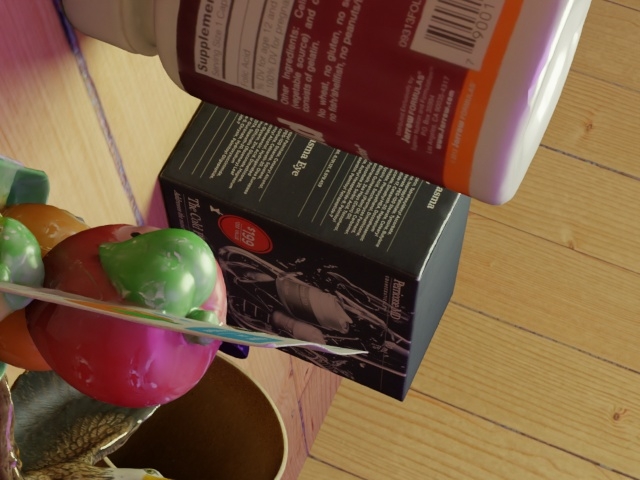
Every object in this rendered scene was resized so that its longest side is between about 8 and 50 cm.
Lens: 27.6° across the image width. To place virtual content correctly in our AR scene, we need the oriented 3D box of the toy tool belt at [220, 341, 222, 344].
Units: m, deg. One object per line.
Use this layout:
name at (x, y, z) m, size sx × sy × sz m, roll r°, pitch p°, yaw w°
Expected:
toy tool belt at (-0.163, 0.125, 1.709) m, size 0.083 × 0.052 × 0.051 m, roll -48°, pitch 125°, yaw -68°

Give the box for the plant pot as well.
plant pot at (-0.192, 0.280, 1.458) m, size 0.254 × 0.237 × 0.237 m, roll -61°, pitch 175°, yaw 35°

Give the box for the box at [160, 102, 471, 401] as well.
box at (0.000, 0.000, 1.559) m, size 0.343 × 0.312 × 0.179 m, roll 88°, pitch 25°, yaw -60°

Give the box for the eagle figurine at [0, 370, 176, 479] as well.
eagle figurine at (-0.222, 0.226, 1.164) m, size 0.226 × 0.225 × 0.298 m, roll -65°, pitch 171°, yaw 0°

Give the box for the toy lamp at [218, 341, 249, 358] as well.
toy lamp at (-0.078, 0.032, 1.849) m, size 0.275 × 0.080 × 0.080 m, roll -62°, pitch 166°, yaw -21°

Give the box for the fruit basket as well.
fruit basket at (-0.161, 0.019, 0.792) m, size 0.327 × 0.353 × 0.165 m, roll 27°, pitch 69°, yaw -78°

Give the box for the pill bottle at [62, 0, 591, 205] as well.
pill bottle at (0.005, -0.194, 1.053) m, size 0.224 × 0.392 × 0.224 m, roll 21°, pitch 90°, yaw -78°
